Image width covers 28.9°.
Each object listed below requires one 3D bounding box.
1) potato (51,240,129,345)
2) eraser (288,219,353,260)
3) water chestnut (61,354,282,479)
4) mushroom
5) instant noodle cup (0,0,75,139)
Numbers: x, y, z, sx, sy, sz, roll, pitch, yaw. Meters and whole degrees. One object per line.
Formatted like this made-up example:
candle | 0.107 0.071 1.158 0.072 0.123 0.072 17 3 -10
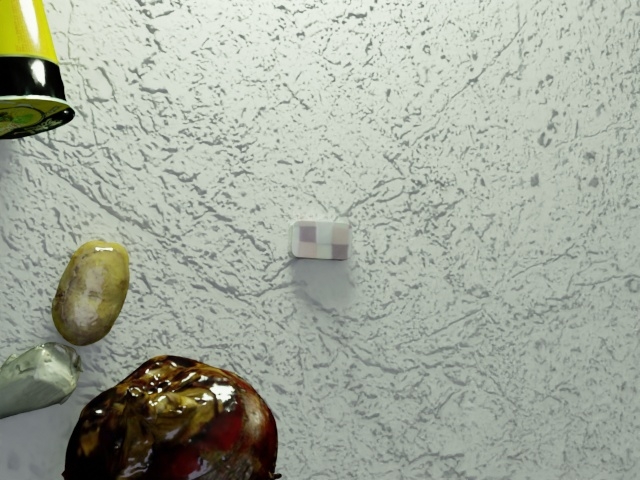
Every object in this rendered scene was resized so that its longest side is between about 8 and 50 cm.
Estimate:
potato | -0.357 0.081 1.935 0.107 0.080 0.170 17 84 -23
eraser | 0.000 0.000 2.076 0.105 0.026 0.065 5 83 -17
water chestnut | -0.229 0.309 1.839 0.335 0.335 0.347 -36 133 -15
mushroom | -0.492 0.236 1.881 0.278 0.096 0.099 -22 93 -13
instant noodle cup | -0.489 -0.284 1.863 0.215 0.215 0.236 -8 81 -17
